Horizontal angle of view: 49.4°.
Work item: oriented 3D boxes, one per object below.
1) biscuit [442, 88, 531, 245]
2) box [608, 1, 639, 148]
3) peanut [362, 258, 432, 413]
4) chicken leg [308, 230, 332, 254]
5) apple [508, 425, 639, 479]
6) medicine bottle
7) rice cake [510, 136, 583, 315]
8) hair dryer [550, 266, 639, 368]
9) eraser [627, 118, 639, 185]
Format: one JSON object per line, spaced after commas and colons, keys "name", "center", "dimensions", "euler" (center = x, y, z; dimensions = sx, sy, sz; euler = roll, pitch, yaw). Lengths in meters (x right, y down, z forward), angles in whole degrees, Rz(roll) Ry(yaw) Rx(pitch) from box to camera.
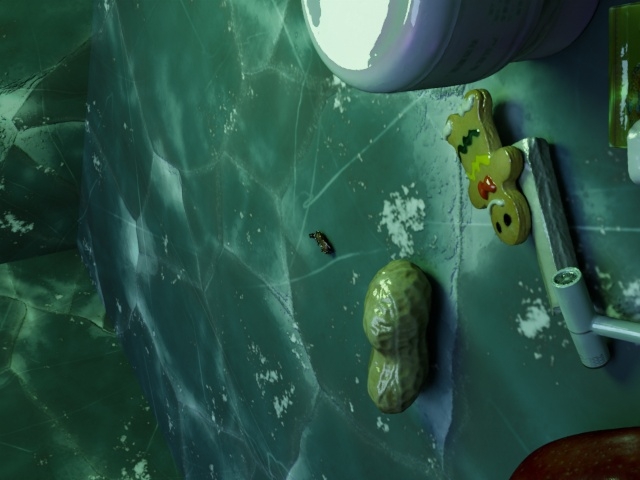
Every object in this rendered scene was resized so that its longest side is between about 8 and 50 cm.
{"name": "biscuit", "center": [0.246, -0.103, 1.034], "dimensions": [0.158, 0.035, 0.240], "euler": [107, 147, -66]}
{"name": "box", "center": [0.455, -0.181, 0.734], "dimensions": [0.311, 0.043, 0.172], "euler": [12, 112, 54]}
{"name": "peanut", "center": [0.137, 0.182, 1.264], "dimensions": [0.120, 0.136, 0.298], "euler": [21, 120, 48]}
{"name": "chicken leg", "center": [0.001, -0.001, 1.506], "dimensions": [0.083, 0.021, 0.036], "euler": [46, 146, 38]}
{"name": "apple", "center": [0.379, 0.373, 0.853], "dimensions": [0.317, 0.288, 0.288], "euler": [-49, 61, 41]}
{"name": "medicine bottle", "center": [0.166, -0.322, 0.859], "dimensions": [0.256, 0.325, 0.256], "euler": [29, 126, 49]}
{"name": "rice cake", "center": [0.323, -0.019, 0.985], "dimensions": [0.057, 0.052, 0.256], "euler": [-16, 89, 60]}
{"name": "hair dryer", "center": [0.404, 0.105, 0.892], "dimensions": [0.183, 0.044, 0.155], "euler": [-3, 128, 44]}
{"name": "eraser", "center": [0.437, -0.087, 0.598], "dimensions": [0.270, 0.174, 0.094], "euler": [7, 110, 55]}
